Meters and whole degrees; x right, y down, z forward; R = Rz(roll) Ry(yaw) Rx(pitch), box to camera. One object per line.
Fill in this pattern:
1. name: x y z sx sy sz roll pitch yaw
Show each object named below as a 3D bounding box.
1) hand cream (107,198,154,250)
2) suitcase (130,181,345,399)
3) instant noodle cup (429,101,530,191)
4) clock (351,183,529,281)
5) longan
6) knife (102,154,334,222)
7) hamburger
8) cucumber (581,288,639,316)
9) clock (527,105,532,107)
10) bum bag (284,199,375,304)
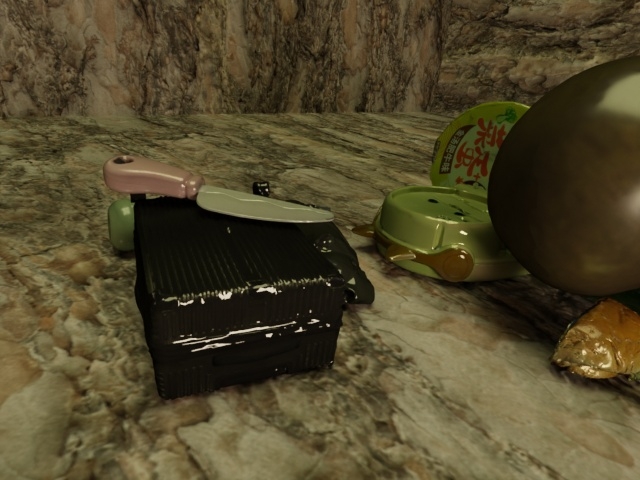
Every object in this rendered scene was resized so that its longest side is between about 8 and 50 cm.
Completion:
1. hand cream: -0.236 -0.039 0.845 0.306 0.093 0.147 -6 21 -29
2. suitcase: -0.135 0.038 0.611 0.230 0.152 0.335 -6 26 -24
3. instant noodle cup: 0.458 -0.176 1.096 0.312 0.310 0.222 25 20 37
4. clock: 0.249 -0.025 0.886 0.349 0.117 0.286 -6 25 -24
5. longan: 0.432 -0.080 0.636 0.362 0.360 0.361 5 24 -2
6. knife: -0.147 -0.066 0.619 0.337 0.043 0.081 12 32 7
7. hamburger: 0.397 0.134 0.593 0.176 0.087 0.102 -11 27 -39
8. cucumber: 0.542 0.064 0.742 0.105 0.145 0.326 -6 21 -40
9. clock: 0.566 -0.224 1.217 0.294 0.276 0.071 14 37 33
10. bum bag: 0.000 0.000 0.789 0.142 0.079 0.326 32 12 -29
